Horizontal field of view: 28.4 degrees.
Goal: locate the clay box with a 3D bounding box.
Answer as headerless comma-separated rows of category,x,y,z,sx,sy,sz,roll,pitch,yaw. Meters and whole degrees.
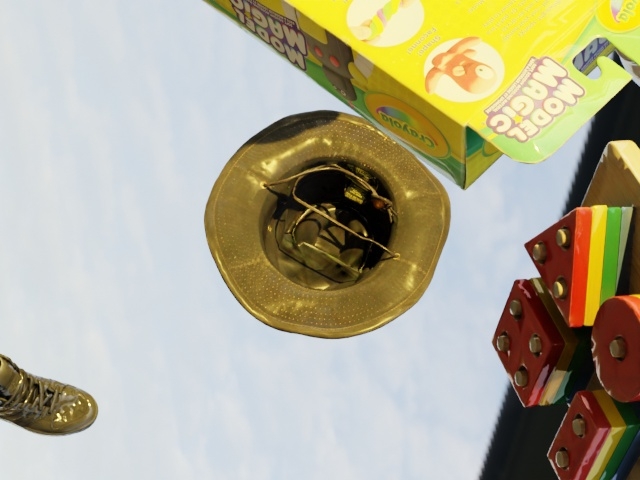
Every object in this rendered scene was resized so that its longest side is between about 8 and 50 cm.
clay box,0.045,-0.116,0.564,0.222,0.127,0.053,40,-21,23

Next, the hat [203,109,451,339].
hat,0.000,0.000,1.624,0.134,0.331,0.331,110,-37,-58

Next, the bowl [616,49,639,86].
bowl,0.350,-0.218,1.286,0.170,0.080,0.170,179,-90,-66

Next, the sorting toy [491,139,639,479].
sorting toy,0.256,0.087,1.144,0.257,0.089,0.255,-112,-154,-44

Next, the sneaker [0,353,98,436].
sneaker,-0.283,0.133,1.135,0.089,0.170,0.051,119,-17,-66
